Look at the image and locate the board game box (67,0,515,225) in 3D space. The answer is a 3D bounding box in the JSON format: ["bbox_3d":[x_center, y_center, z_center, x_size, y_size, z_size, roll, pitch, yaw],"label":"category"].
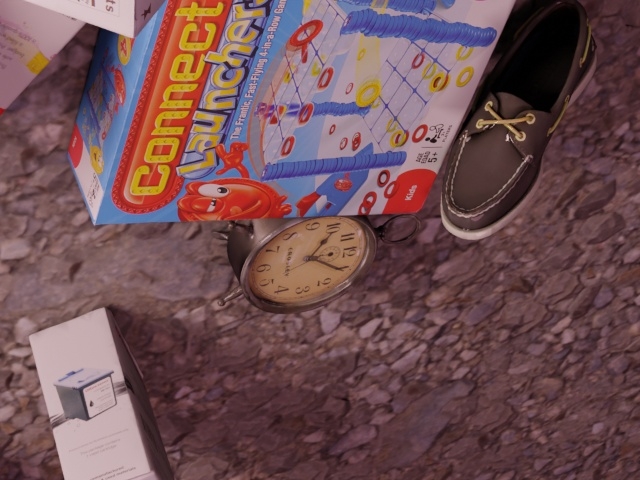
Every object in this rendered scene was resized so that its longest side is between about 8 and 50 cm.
[{"bbox_3d":[-0.018,-0.152,1.469,0.301,0.086,0.308,-3,136,-26],"label":"board game box"}]

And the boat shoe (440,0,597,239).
[{"bbox_3d":[0.162,-0.106,1.553,0.228,0.081,0.069,-59,157,-24],"label":"boat shoe"}]

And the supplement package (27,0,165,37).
[{"bbox_3d":[-0.190,-0.246,1.131,0.244,0.134,0.139,21,139,12],"label":"supplement package"}]

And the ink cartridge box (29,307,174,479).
[{"bbox_3d":[-0.188,0.179,1.669,0.082,0.191,0.140,-22,141,-2],"label":"ink cartridge box"}]

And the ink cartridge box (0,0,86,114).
[{"bbox_3d":[-0.254,-0.170,1.326,0.231,0.078,0.134,-43,136,21],"label":"ink cartridge box"}]

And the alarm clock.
[{"bbox_3d":[0.000,0.000,1.670,0.192,0.064,0.129,-7,138,-18],"label":"alarm clock"}]
